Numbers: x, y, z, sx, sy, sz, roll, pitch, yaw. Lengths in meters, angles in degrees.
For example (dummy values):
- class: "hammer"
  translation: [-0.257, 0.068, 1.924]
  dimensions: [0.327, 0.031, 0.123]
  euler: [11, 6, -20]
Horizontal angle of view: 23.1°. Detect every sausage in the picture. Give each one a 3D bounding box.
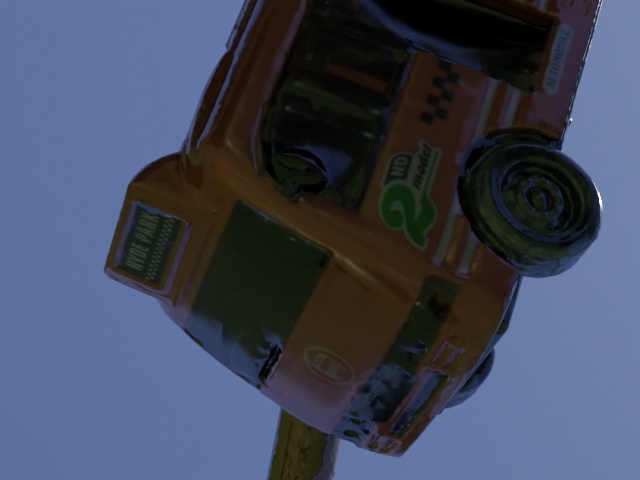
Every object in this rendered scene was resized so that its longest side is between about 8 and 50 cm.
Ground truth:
- class: "sausage"
  translation: [-0.015, 0.174, 1.377]
  dimensions: [0.066, 0.066, 0.301]
  euler: [7, -96, 37]

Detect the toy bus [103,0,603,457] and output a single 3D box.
- class: "toy bus"
  translation: [0.051, -0.104, 0.940]
  dimensions: [0.233, 0.427, 0.203]
  euler: [23, -34, -3]
